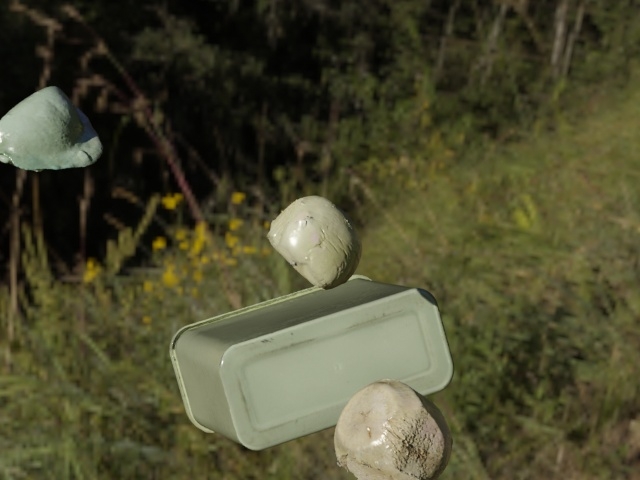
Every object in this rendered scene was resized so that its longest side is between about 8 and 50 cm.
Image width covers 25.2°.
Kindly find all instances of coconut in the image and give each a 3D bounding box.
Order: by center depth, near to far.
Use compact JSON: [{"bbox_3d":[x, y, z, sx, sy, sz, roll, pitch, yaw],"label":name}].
[{"bbox_3d":[0.075,0.201,1.414,0.110,0.124,0.110,-23,45,25],"label":"coconut"}]

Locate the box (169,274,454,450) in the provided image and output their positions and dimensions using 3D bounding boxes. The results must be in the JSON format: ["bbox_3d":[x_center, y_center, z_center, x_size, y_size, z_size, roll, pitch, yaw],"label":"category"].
[{"bbox_3d":[-0.020,0.177,2.145,0.352,0.177,0.344,-16,4,-15],"label":"box"}]

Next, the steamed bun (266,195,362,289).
[{"bbox_3d":[0.000,0.000,1.730,0.112,0.091,0.130,44,0,-8],"label":"steamed bun"}]

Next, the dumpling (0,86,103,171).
[{"bbox_3d":[-0.436,-0.165,2.309,0.149,0.105,0.217,48,37,-10],"label":"dumpling"}]
